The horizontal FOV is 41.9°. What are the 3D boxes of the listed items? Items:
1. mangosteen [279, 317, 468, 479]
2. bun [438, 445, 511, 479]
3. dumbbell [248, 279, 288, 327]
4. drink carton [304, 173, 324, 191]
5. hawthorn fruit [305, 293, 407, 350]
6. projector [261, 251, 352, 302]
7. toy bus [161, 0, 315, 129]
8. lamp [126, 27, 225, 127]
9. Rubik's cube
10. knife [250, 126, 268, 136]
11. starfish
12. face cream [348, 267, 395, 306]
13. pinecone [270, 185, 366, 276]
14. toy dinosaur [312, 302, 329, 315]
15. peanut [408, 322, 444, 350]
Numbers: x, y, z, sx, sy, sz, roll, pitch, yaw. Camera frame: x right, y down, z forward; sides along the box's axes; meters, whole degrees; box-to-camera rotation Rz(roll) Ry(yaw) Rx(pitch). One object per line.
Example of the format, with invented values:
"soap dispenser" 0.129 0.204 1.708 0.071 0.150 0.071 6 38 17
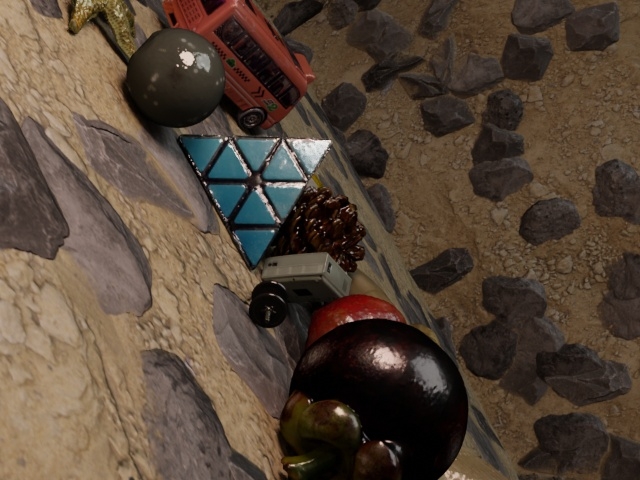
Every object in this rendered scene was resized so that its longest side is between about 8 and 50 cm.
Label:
"mangosteen" 0.092 0.273 1.306 0.297 0.297 0.313 55 8 -18
"bun" 0.244 0.507 1.577 0.281 0.205 0.281 22 0 0
"dumbbell" -0.092 0.114 1.495 0.069 0.069 0.147 55 11 -17
"drink carton" -0.048 -0.171 2.449 0.200 0.084 0.074 53 35 -32
"hawthorn fruit" 0.075 0.207 1.632 0.266 0.210 0.230 -90 158 -75
"projector" -0.028 0.080 1.674 0.115 0.147 0.061 46 48 -47
"toy bus" -0.208 -0.488 2.176 0.427 0.233 0.203 40 21 -53
"lamp" -0.269 -0.322 1.605 0.182 0.182 0.314 55 9 -19
"Rubik's cube" -0.136 -0.103 1.716 0.228 0.229 0.233 22 31 37
"knife" -0.163 -0.284 2.355 0.265 0.040 0.073 63 3 22
"starfish" -0.432 -0.478 1.604 0.347 0.078 0.358 57 10 6
"face cream" 0.072 0.093 1.886 0.137 0.084 0.341 36 10 -31
"pinecone" 0.000 0.000 1.783 0.221 0.221 0.221 55 11 -17
"toy dinosaur" 0.046 0.179 1.915 0.294 0.077 0.162 62 11 15
"peanut" 0.297 0.333 2.482 0.149 0.149 0.313 58 11 -4
